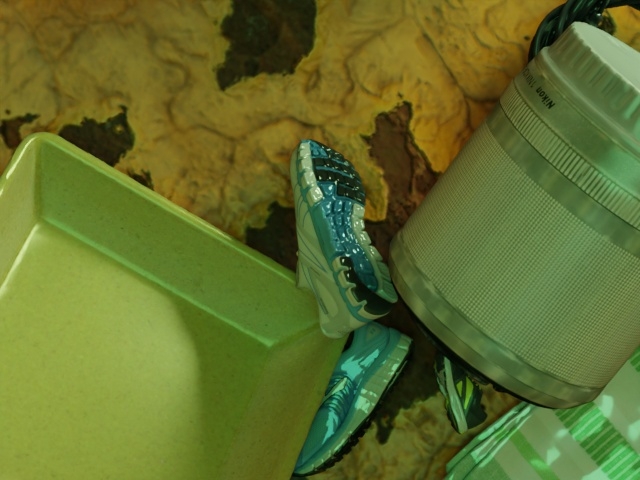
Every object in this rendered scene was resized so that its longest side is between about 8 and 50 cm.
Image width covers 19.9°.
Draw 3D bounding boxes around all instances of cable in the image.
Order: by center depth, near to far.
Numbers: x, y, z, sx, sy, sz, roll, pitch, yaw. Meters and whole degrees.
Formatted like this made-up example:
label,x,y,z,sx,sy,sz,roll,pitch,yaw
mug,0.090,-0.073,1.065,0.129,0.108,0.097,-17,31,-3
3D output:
label,x,y,z,sx,sy,sz,roll,pitch,yaw
cable,0.255,-0.149,1.626,0.151,0.047,0.184,5,99,1

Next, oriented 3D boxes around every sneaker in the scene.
label,x,y,z,sx,sy,sz,roll,pitch,yaw
sneaker,0.000,0.000,1.588,0.071,0.083,0.190,12,51,-37
sneaker,0.015,0.140,1.635,0.073,0.063,0.162,34,88,13
sneaker,0.127,0.131,1.648,0.035,0.031,0.083,-16,100,-15

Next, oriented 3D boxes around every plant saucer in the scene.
label,x,y,z,sx,sy,sz,roll,pitch,yaw
plant saucer,-0.176,0.121,1.533,0.333,0.081,0.332,30,55,-10

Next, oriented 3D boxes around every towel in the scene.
label,x,y,z,sx,sy,sz,roll,pitch,yaw
towel,0.302,0.196,1.656,0.325,0.038,0.248,-43,96,1

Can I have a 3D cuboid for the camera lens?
label,x,y,z,sx,sy,sz,roll,pitch,yaw
camera lens,0.207,-0.014,1.518,0.219,0.219,0.274,35,108,-5
